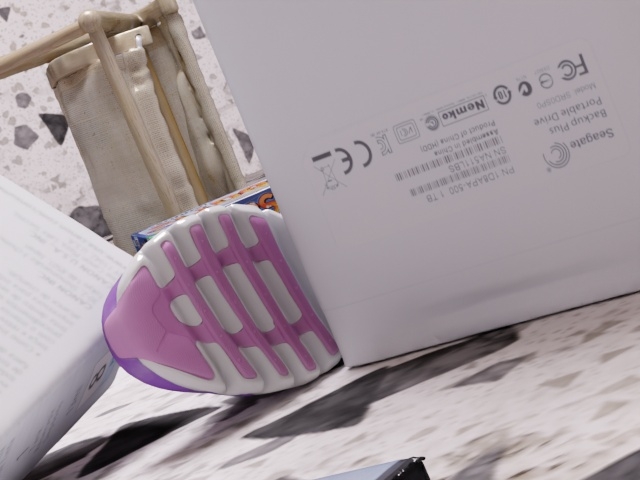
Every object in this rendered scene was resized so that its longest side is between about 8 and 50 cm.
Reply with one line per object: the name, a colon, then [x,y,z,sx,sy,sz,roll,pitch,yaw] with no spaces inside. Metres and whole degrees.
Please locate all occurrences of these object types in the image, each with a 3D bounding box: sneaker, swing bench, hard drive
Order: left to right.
swing bench: [-0.164,-0.072,1.456,0.165,0.253,0.255,-20,7,22]
sneaker: [-0.027,0.028,0.845,0.104,0.095,0.236,-26,-3,42]
hard drive: [0.039,-0.116,0.720,0.210,0.318,0.040,-18,7,36]

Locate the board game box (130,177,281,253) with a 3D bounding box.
board game box: [-0.038,-0.027,1.238,0.201,0.035,0.136,-24,6,-11]

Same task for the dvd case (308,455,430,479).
dvd case: [-0.108,0.130,0.487,0.253,0.022,0.180,-18,7,35]

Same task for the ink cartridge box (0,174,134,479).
ink cartridge box: [-0.294,0.049,0.729,0.385,0.308,0.091,-49,-11,-53]
